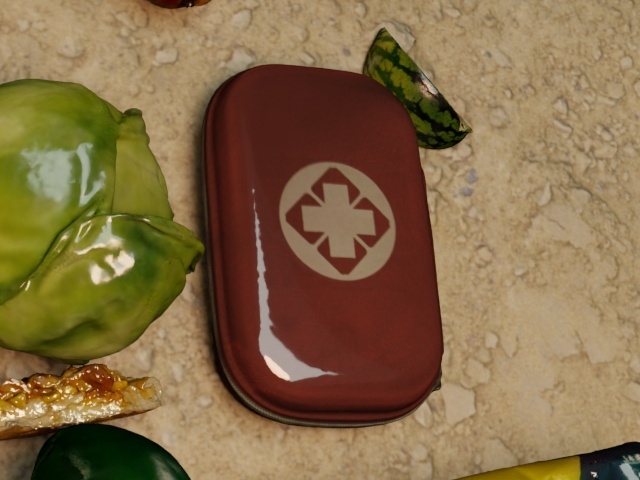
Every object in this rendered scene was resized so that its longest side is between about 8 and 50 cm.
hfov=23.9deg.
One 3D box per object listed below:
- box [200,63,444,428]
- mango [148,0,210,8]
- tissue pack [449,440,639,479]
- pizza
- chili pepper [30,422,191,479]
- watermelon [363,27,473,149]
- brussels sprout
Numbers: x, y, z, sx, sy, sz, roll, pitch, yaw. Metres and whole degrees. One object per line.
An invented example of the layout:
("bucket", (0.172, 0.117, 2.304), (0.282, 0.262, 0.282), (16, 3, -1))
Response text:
("box", (0.000, 0.000, 1.607), (0.263, 0.108, 0.404), (2, 70, -24))
("mango", (-0.212, -0.357, 1.640), (0.267, 0.111, 0.133), (42, 76, -7))
("tissue pack", (0.151, 0.365, 1.444), (0.416, 0.264, 0.253), (-7, 67, -26))
("pizza", (-0.268, 0.154, 1.419), (0.246, 0.127, 0.058), (-10, 83, -14))
("chili pepper", (-0.183, 0.298, 1.320), (0.233, 0.256, 0.249), (-31, 126, -11))
("watermelon", (0.113, -0.172, 1.746), (0.163, 0.069, 0.087), (47, 60, -5))
("brussels sprout", (-0.256, -0.018, 1.427), (0.294, 0.227, 0.260), (-5, 72, 2))
